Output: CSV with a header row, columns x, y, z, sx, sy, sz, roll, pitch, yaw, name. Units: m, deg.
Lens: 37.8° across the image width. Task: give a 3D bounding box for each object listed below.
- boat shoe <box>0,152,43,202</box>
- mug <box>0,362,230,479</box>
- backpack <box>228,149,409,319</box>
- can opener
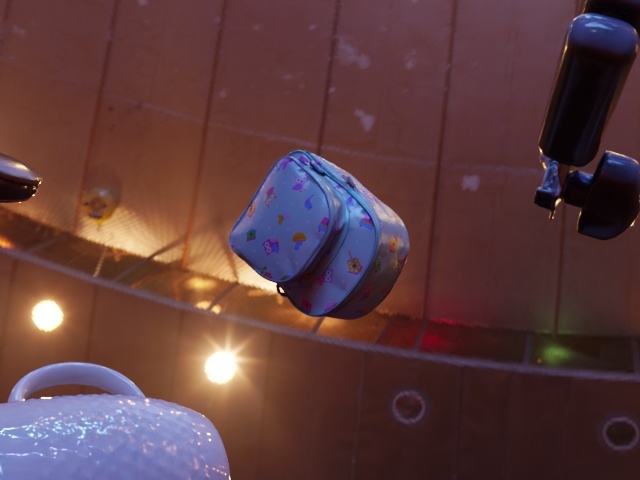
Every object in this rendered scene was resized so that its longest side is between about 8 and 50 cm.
x,y,z,sx,sy,sz,roll,pitch,yaw,name
-0.393,-0.067,0.994,0.073,0.207,0.073,35,-78,34,boat shoe
-0.327,0.321,1.342,0.374,0.328,0.276,57,-42,41,mug
0.000,0.000,1.090,0.188,0.144,0.166,39,-79,27,backpack
0.204,-0.088,0.678,0.093,0.280,0.074,18,-108,17,can opener
